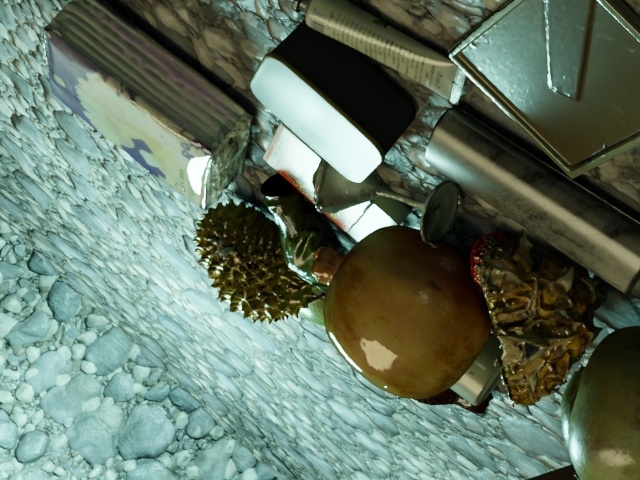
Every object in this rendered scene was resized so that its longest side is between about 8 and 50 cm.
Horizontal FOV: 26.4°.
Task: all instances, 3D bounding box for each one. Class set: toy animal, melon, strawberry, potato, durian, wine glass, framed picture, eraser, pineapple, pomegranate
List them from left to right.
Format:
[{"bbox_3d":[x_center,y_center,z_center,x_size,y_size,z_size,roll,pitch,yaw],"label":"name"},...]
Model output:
[{"bbox_3d":[-0.121,0.040,2.338,0.250,0.183,0.138,30,179,17],"label":"durian"},{"bbox_3d":[0.003,0.118,2.411,0.160,0.079,0.128,8,140,55],"label":"melon"},{"bbox_3d":[0.021,-0.084,2.031,0.230,0.038,0.157,41,159,1],"label":"eraser"},{"bbox_3d":[0.094,-0.064,1.853,0.183,0.122,0.122,22,153,31],"label":"wine glass"},{"bbox_3d":[0.106,0.090,1.932,0.270,0.229,0.252,32,-174,-5],"label":"pomegranate"},{"bbox_3d":[0.192,0.246,2.288,0.179,0.116,0.218,36,153,15],"label":"toy animal"},{"bbox_3d":[0.243,0.033,1.827,0.083,0.083,0.096,28,160,31],"label":"strawberry"},{"bbox_3d":[0.293,0.116,1.739,0.161,0.158,0.334,-8,149,7],"label":"pineapple"},{"bbox_3d":[0.266,-0.175,1.446,0.211,0.020,0.289,43,160,-6],"label":"framed picture"},{"bbox_3d":[0.412,0.240,1.758,0.202,0.218,0.351,-1,158,4],"label":"potato"}]

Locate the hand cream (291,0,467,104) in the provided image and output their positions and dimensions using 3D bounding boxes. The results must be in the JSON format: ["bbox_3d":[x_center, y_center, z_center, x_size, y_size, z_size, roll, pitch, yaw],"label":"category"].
[{"bbox_3d":[0.071,-0.238,1.634,0.234,0.050,0.080,31,157,12],"label":"hand cream"}]

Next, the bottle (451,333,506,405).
[{"bbox_3d":[0.181,0.147,2.117,0.233,0.110,0.110,37,159,14],"label":"bottle"}]

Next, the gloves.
[{"bbox_3d":[-0.014,0.004,2.193,0.268,0.107,0.135,51,-172,-31],"label":"gloves"}]

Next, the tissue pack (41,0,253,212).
[{"bbox_3d":[-0.273,-0.214,2.158,0.344,0.125,0.242,38,159,7],"label":"tissue pack"}]

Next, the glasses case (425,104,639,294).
[{"bbox_3d":[0.263,-0.048,1.647,0.299,0.060,0.114,35,156,15],"label":"glasses case"}]

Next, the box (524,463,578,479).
[{"bbox_3d":[0.457,0.462,1.999,0.339,0.239,0.229,-2,98,62],"label":"box"}]

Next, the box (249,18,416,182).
[{"bbox_3d":[0.018,-0.183,1.764,0.201,0.090,0.144,41,159,0],"label":"box"}]
